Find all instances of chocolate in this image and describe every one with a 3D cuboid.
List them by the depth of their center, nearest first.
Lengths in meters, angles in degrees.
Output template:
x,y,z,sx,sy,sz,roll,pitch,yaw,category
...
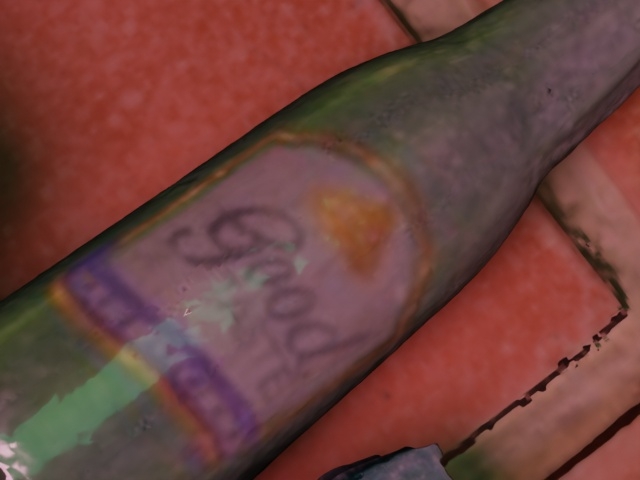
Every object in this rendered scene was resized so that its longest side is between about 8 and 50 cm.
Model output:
x,y,z,sx,sy,sz,roll,pitch,yaw,category
0.000,0.000,0.667,0.291,0.110,0.110,-38,82,-12,chocolate

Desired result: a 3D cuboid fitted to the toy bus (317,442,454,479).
x,y,z,sx,sy,sz,roll,pitch,yaw,category
-0.050,0.162,0.596,0.261,0.091,0.109,-34,82,-28,toy bus
